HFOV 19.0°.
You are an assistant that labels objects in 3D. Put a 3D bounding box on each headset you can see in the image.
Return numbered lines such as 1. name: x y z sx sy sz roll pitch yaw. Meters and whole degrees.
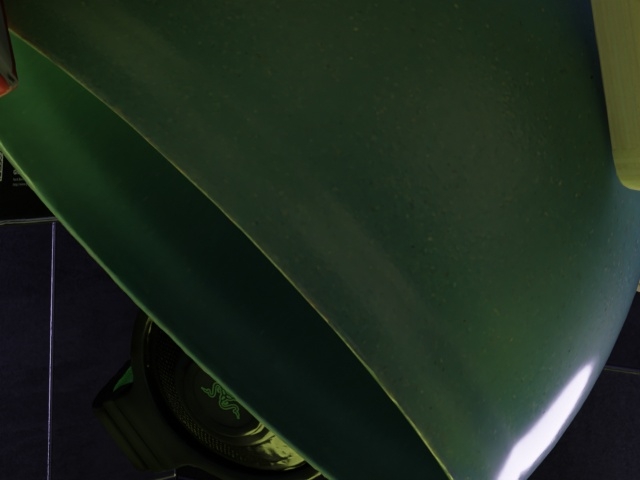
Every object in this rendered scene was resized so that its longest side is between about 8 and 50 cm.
1. headset: 0.000 0.000 1.021 0.243 0.185 0.394 -40 -172 -32

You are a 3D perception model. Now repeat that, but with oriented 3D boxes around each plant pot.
1. plant pot: 0.017 -0.050 0.736 0.196 0.293 0.293 -45 -158 -13

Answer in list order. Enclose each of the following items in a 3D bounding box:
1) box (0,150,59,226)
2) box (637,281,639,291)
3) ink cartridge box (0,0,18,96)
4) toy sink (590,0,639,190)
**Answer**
1. box: -0.142 -0.139 0.937 0.079 0.257 0.322 6 -172 32
2. box: 0.152 -0.095 1.031 0.311 0.121 0.148 42 165 -34
3. ink cartridge box: -0.254 -0.085 0.620 0.273 0.114 0.197 -26 -135 6
4. toy sink: 0.223 -0.097 0.611 0.234 0.131 0.153 0 -166 42
